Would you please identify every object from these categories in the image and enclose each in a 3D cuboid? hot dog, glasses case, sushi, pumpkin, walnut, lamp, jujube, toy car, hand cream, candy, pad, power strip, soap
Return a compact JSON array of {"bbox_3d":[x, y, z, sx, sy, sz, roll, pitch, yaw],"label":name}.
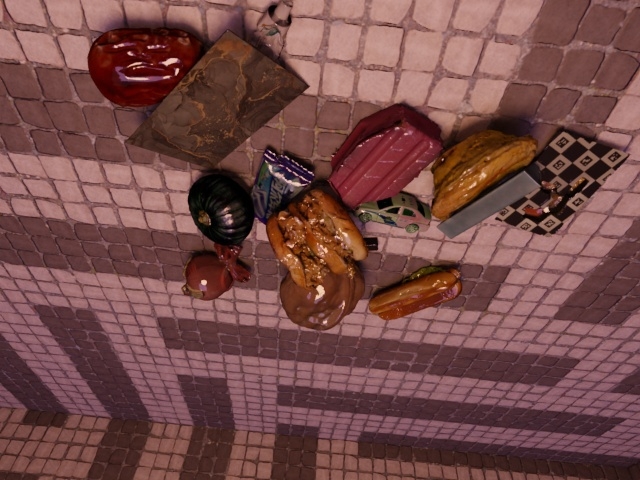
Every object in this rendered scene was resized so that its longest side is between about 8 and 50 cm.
[{"bbox_3d":[0.317,0.174,1.354,0.337,0.100,0.135,-28,135,30],"label":"hot dog"},{"bbox_3d":[0.431,-0.094,1.042,0.056,0.105,0.266,56,135,5],"label":"glasses case"},{"bbox_3d":[0.601,-0.141,1.048,0.193,0.043,0.279,16,129,-7],"label":"sushi"},{"bbox_3d":[-0.269,-0.080,1.095,0.202,0.140,0.201,23,133,27],"label":"pumpkin"},{"bbox_3d":[0.005,0.152,1.269,0.274,0.227,0.273,1,130,2],"label":"walnut"},{"bbox_3d":[-0.352,0.095,1.316,0.223,0.151,0.215,-37,144,-20],"label":"lamp"},{"bbox_3d":[-0.353,-0.359,0.842,0.230,0.155,0.155,-4,135,2],"label":"jujube"},{"bbox_3d":[0.193,-0.086,1.103,0.224,0.090,0.076,12,134,-11],"label":"toy car"},{"bbox_3d":[-0.125,-0.393,0.860,0.084,0.050,0.257,25,138,-16],"label":"hand cream"},{"bbox_3d":[-0.131,-0.124,1.119,0.145,0.070,0.275,27,136,-11],"label":"candy"},{"bbox_3d":[-0.230,-0.284,0.916,0.368,0.007,0.248,-30,157,30],"label":"pad"},{"bbox_3d":[0.122,0.012,1.251,0.111,0.037,0.029,-3,134,7],"label":"power strip"},{"bbox_3d":[0.135,-0.189,0.994,0.182,0.112,0.289,26,131,-19],"label":"soap"}]

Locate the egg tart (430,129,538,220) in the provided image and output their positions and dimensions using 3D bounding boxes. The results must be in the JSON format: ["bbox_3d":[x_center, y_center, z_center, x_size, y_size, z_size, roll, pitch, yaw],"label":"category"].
[{"bbox_3d":[0.353,-0.164,0.945,0.294,0.294,0.123,-41,78,36],"label":"egg tart"}]

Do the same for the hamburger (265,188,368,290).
[{"bbox_3d":[-0.007,0.005,1.076,0.211,0.245,0.260,-35,91,1],"label":"hamburger"}]
